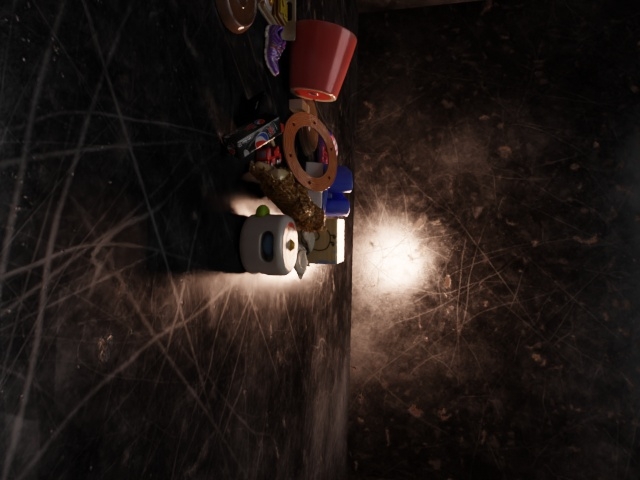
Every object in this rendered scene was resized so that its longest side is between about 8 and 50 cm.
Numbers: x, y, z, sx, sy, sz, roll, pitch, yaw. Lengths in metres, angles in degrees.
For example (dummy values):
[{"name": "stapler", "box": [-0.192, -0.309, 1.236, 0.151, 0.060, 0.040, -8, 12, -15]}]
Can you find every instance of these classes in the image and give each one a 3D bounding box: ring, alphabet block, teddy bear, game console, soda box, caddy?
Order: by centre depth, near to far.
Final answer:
[{"name": "soda box", "box": [-0.184, -0.289, 1.145, 0.169, 0.060, 0.053, -43, 144, -32]}, {"name": "game console", "box": [-0.193, -0.366, 1.253, 0.071, 0.107, 0.122, 36, 50, -40]}, {"name": "teddy bear", "box": [-0.106, -0.128, 1.346, 0.113, 0.245, 0.338, -56, 155, -12]}, {"name": "ring", "box": [-0.044, -0.365, 1.741, 0.337, 0.032, 0.335, 12, 74, -49]}, {"name": "alphabet block", "box": [0.000, 0.000, 1.868, 0.193, 0.193, 0.196, -13, 102, -79]}, {"name": "caddy", "box": [0.040, -0.247, 2.040, 0.341, 0.180, 0.241, -107, -158, -68]}]

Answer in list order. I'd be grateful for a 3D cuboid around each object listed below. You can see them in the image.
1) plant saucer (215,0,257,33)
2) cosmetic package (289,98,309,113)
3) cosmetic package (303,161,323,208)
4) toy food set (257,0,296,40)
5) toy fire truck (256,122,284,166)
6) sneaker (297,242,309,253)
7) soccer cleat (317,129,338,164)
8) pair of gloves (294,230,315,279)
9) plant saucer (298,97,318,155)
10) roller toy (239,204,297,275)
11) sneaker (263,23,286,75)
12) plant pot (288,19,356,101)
[{"name": "plant saucer", "box": [-0.217, -0.646, 1.117, 0.168, 0.029, 0.168, -37, 133, -56]}, {"name": "cosmetic package", "box": [-0.088, -0.553, 1.742, 0.115, 0.061, 0.041, -12, 102, -76]}, {"name": "cosmetic package", "box": [-0.038, -0.221, 1.861, 0.117, 0.086, 0.230, 140, -49, -78]}, {"name": "toy food set", "box": [-0.136, -0.854, 1.427, 0.306, 0.093, 0.219, -3, 94, -77]}, {"name": "toy fire truck", "box": [-0.169, -0.323, 1.409, 0.192, 0.047, 0.135, -55, 143, -68]}, {"name": "sneaker", "box": [-0.103, 0.056, 1.672, 0.234, 0.078, 0.106, 29, 65, -72]}, {"name": "soccer cleat", "box": [0.032, -0.419, 2.202, 0.116, 0.109, 0.317, -59, 150, -59]}, {"name": "pair of gloves", "box": [-0.065, 0.013, 1.595, 0.204, 0.042, 0.240, 73, 26, -43]}, {"name": "plant saucer", "box": [-0.054, -0.533, 1.949, 0.278, 0.041, 0.277, 1, 90, -77]}, {"name": "roller toy", "box": [-0.148, 0.015, 1.283, 0.209, 0.147, 0.191, 79, 18, -47]}, {"name": "sneaker", "box": [-0.151, -0.649, 1.420, 0.068, 0.071, 0.169, -22, 113, -77]}, {"name": "plant pot", "box": [-0.011, -0.703, 1.677, 0.275, 0.275, 0.242, -22, 123, -77]}]
